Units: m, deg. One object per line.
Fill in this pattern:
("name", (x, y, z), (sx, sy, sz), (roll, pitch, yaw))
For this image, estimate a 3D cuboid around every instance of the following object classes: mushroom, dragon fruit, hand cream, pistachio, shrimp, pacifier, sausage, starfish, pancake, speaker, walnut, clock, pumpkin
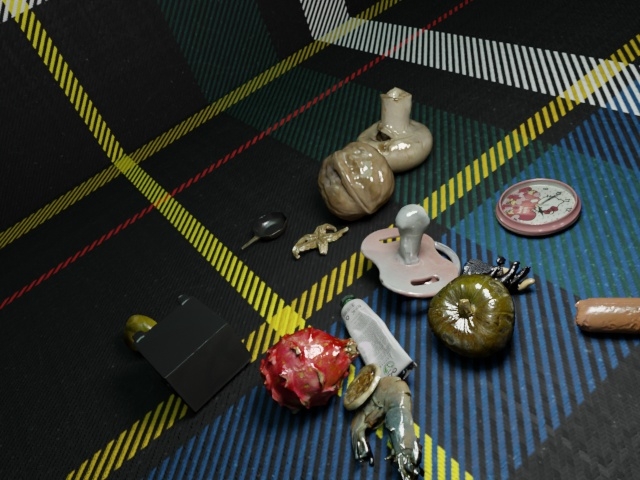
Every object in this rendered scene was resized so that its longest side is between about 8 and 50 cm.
("mushroom", (0.258, -0.401, 2.019), (0.293, 0.290, 0.292), (-10, 36, 7))
("dragon fruit", (-0.024, 0.322, 1.414), (0.268, 0.210, 0.205), (-21, 55, -6))
("hand cream", (0.138, 0.266, 1.481), (0.121, 0.076, 0.336), (-50, 37, 12))
("pistachio", (-0.579, 0.300, 1.777), (0.100, 0.110, 0.189), (-12, 25, -42))
("shrimp", (0.141, 0.448, 1.266), (0.178, 0.075, 0.289), (-31, 43, 24))
("pacifier", (0.258, 0.038, 1.586), (0.220, 0.273, 0.332), (-39, 38, 7))
("sausage", (0.752, 0.176, 1.282), (0.289, 0.086, 0.086), (-3, 43, 24))
("starfish", (-0.003, -0.007, 1.887), (0.210, 0.053, 0.150), (-18, 44, 4))
("pancake", (0.104, 0.366, 1.371), (0.139, 0.022, 0.139), (-49, 7, 9))
("speaker", (-0.378, 0.321, 1.595), (0.232, 0.184, 0.254), (-42, 39, -22))
("walnut", (0.122, -0.201, 1.900), (0.273, 0.227, 0.273), (0, 68, -1))
("clock", (0.660, -0.102, 1.668), (0.245, 0.056, 0.244), (-13, 38, 11))
("pumpkin", (0.380, 0.184, 1.365), (0.219, 0.162, 0.218), (-13, 63, 27))

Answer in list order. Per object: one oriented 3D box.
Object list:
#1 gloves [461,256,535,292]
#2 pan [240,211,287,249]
("gloves", (0.481, 0.107, 1.482), (0.181, 0.129, 0.106), (15, 75, 25))
("pan", (-0.212, -0.030, 2.017), (0.202, 0.048, 0.128), (-29, 38, -9))
